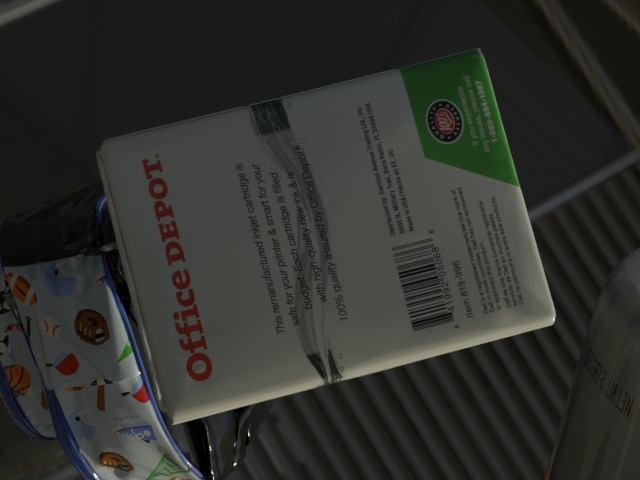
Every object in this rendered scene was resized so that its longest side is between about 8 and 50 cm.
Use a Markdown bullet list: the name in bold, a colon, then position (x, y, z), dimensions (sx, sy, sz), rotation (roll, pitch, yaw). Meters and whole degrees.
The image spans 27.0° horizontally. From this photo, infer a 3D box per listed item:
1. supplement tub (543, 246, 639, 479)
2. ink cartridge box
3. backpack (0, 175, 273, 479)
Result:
- **supplement tub**: position (0.143, 0.172, 0.416), dimensions (0.193, 0.194, 0.316), rotation (35, -63, 55)
- **ink cartridge box**: position (0.000, 0.000, 0.716), dimensions (0.087, 0.208, 0.153), rotation (125, -48, -82)
- **backpack**: position (-0.154, 0.076, 1.116), dimensions (0.213, 0.276, 0.263), rotation (-18, -80, 27)
